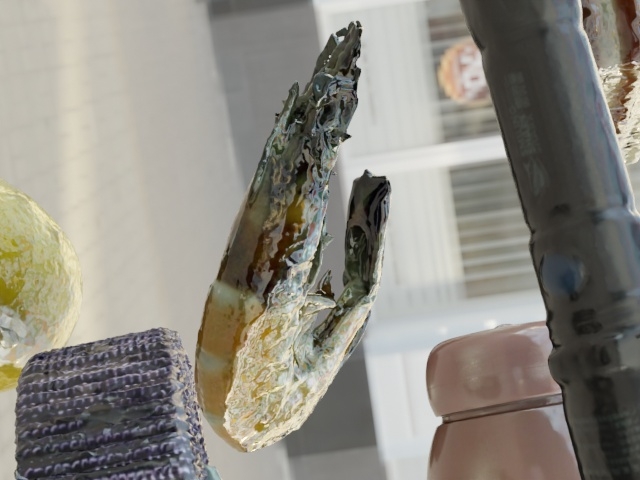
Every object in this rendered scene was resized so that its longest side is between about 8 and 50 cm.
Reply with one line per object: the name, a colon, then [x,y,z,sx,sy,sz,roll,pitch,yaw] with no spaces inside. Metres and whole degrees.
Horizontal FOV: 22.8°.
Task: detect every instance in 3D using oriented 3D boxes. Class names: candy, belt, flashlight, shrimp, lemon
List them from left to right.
lemon: [-0.404,0.049,1.800,0.284,0.260,0.261,9,71,-61]
belt: [-0.097,0.183,0.882,0.325,0.122,0.260,-137,-143,-81]
shrimp: [0.000,0.000,1.554,0.272,0.085,0.445,-11,119,-52]
flashlight: [0.177,-0.023,1.084,0.103,0.103,0.424,39,36,-85]
candy: [0.248,-0.192,1.488,0.321,0.135,0.180,82,-2,-74]

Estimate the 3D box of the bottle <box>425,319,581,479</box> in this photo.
bottle: [0.168,0.211,1.256,0.206,0.173,0.297,46,33,-81]
